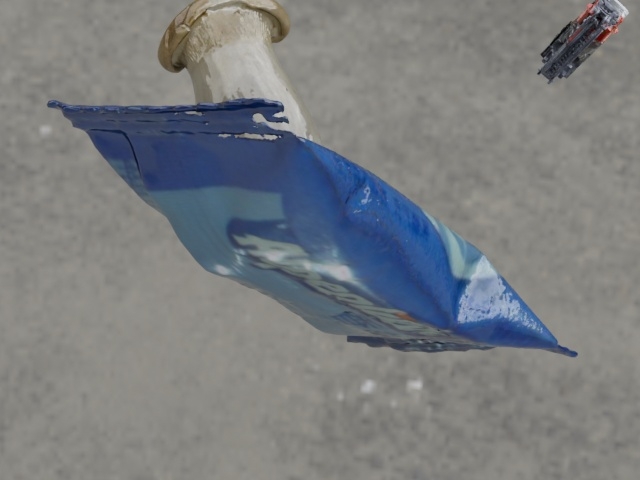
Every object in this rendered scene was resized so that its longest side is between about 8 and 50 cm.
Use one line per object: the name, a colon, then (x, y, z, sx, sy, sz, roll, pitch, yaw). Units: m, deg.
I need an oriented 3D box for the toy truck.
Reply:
toy truck: (0.155, -0.120, 1.026, 0.024, 0.083, 0.032, 44, 60, 0)

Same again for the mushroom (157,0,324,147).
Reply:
mushroom: (-0.047, -0.067, 1.204, 0.097, 0.212, 0.088, -23, -9, 28)

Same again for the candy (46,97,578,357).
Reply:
candy: (0.000, 0.000, 1.009, 0.187, 0.077, 0.331, 4, -21, 41)
